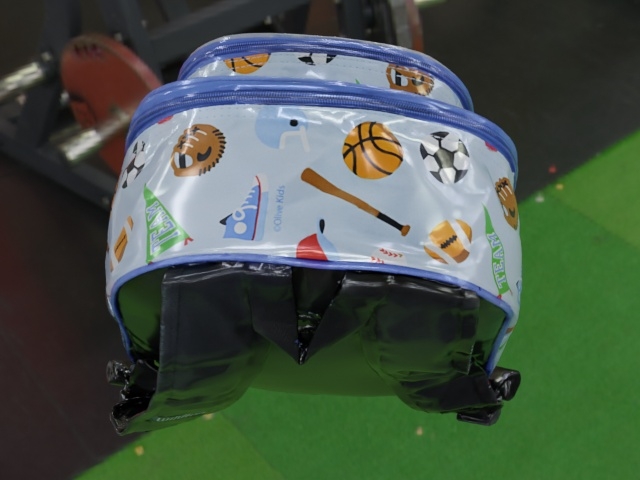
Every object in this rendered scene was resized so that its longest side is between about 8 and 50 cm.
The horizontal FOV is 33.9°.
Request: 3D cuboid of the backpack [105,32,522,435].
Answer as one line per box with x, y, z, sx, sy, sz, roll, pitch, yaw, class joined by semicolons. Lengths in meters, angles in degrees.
0.000;0.000;0.607;0.277;0.263;0.213;-1;78;-3;backpack
